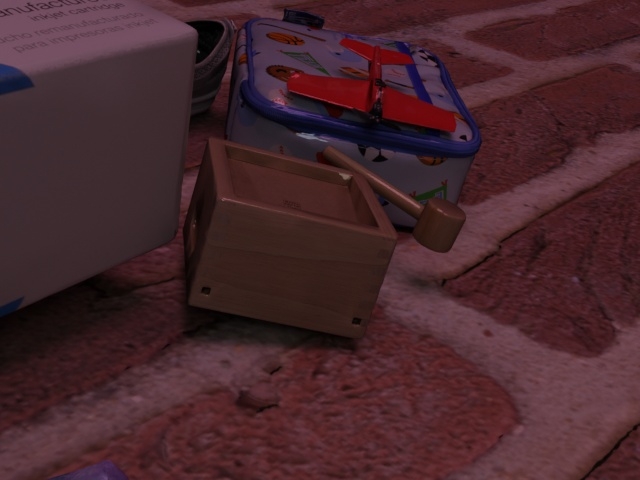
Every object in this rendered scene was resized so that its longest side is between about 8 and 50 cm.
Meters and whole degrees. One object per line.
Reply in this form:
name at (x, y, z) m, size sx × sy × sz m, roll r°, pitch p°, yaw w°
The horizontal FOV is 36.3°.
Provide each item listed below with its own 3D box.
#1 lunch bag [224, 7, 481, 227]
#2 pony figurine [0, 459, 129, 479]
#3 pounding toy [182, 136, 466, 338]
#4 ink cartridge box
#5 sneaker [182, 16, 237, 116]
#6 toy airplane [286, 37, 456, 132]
lunch bag at (0.031, -0.128, 0.960) m, size 0.243 × 0.115 × 0.303 m, roll 9°, pitch 29°, yaw -7°
pony figurine at (-0.222, 0.117, 0.273) m, size 0.363 × 0.303 × 0.351 m, roll 18°, pitch 41°, yaw -21°
pounding toy at (0.004, -0.003, 0.745) m, size 0.206 × 0.094 × 0.181 m, roll 13°, pitch 21°, yaw -15°
ink cartridge box at (-0.322, -0.107, 0.627) m, size 0.395 × 0.166 × 0.285 m, roll 29°, pitch 35°, yaw 27°
sneaker at (-0.202, -0.173, 0.924) m, size 0.281 × 0.115 × 0.105 m, roll -21°, pitch 69°, yaw -44°
toy airplane at (0.049, -0.135, 0.839) m, size 0.151 × 0.028 × 0.151 m, roll 13°, pitch 32°, yaw -8°
